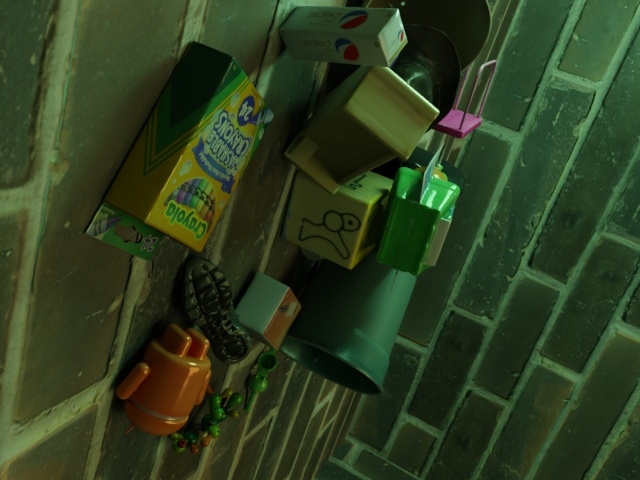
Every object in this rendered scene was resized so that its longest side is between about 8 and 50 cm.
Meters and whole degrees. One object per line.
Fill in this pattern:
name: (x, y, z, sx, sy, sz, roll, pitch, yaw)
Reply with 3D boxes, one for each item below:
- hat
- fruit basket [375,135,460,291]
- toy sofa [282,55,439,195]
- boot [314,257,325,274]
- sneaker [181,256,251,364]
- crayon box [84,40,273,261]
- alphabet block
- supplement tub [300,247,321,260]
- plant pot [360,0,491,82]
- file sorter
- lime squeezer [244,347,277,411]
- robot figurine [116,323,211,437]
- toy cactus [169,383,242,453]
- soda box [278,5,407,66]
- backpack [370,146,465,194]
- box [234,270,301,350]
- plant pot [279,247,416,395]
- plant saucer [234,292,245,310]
hat: (0.165, -0.307, 1.469, 0.331, 0.332, 0.133, 94, -4, -50)
fruit basket: (0.261, -0.080, 1.643, 0.353, 0.166, 0.326, -44, 153, -55)
toy sofa: (0.078, -0.227, 1.316, 0.177, 0.150, 0.363, -56, -167, -19)
boot: (0.049, 0.093, 2.075, 0.258, 0.095, 0.123, -5, 125, -61)
sneaker: (-0.222, 0.134, 1.329, 0.101, 0.106, 0.267, -26, 128, -16)
crayon box: (-0.205, -0.113, 1.038, 0.322, 0.083, 0.203, -62, 162, -6)
alphabet block: (0.047, -0.074, 1.627, 0.193, 0.197, 0.192, -39, 150, -54)
supplement tub: (0.000, 0.000, 1.807, 0.107, 0.071, 0.071, -49, 157, -43)
plant pot: (0.216, -0.513, 1.476, 0.284, 0.285, 0.190, 93, -5, -50)
file sorter: (0.271, -0.403, 1.678, 0.202, 0.291, 0.182, -35, 144, -58)
lime squeezer: (-0.153, 0.365, 1.892, 0.310, 0.059, 0.110, -67, 162, 7)
robot figurine: (-0.289, 0.268, 1.249, 0.158, 0.128, 0.219, -8, 122, -83)
toy cactus: (-0.283, 0.440, 1.588, 0.219, 0.112, 0.180, -49, 176, -47)
soda box: (0.038, -0.358, 1.164, 0.073, 0.216, 0.069, -56, 141, -24)
backpack: (0.244, -0.118, 2.027, 0.355, 0.290, 0.273, -67, 174, 32)
box: (-0.126, 0.171, 1.594, 0.130, 0.091, 0.170, -60, 162, -15)
plant pot: (0.081, 0.193, 1.816, 0.334, 0.341, 0.341, -62, 163, -20)
plant saucer: (-0.183, 0.162, 1.595, 0.083, 0.013, 0.083, -55, 161, -29)
